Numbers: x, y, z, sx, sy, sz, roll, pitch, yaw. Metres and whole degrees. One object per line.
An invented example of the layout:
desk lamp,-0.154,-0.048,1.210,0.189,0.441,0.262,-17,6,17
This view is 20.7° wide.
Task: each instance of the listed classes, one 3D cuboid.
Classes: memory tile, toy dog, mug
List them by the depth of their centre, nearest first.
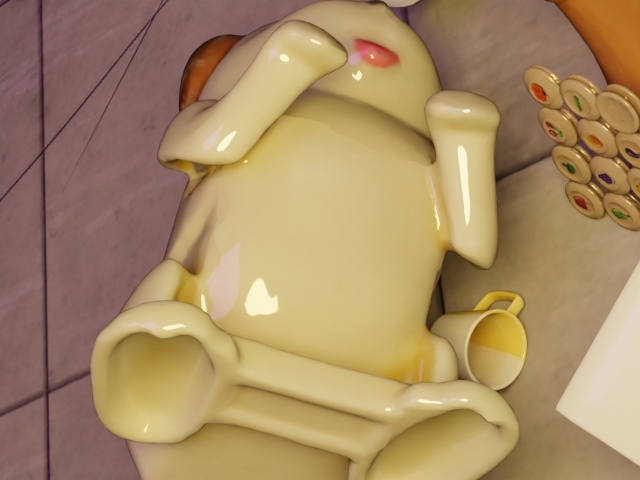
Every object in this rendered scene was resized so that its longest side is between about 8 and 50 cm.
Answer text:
memory tile,0.204,-0.061,1.264,0.012,0.148,0.113,-44,40,-21
toy dog,0.000,0.000,1.331,0.395,0.284,0.408,107,174,-56
mug,0.121,0.079,1.356,0.064,0.078,0.062,5,110,54

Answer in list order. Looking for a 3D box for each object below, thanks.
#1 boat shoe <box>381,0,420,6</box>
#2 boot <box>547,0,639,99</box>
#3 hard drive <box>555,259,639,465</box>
boat shoe,0.124,-0.331,1.486,0.114,0.091,0.302,28,94,19
boot,0.198,-0.180,1.251,0.109,0.220,0.283,-24,59,36
hard drive,0.331,0.018,1.089,0.233,0.047,0.353,33,104,22
